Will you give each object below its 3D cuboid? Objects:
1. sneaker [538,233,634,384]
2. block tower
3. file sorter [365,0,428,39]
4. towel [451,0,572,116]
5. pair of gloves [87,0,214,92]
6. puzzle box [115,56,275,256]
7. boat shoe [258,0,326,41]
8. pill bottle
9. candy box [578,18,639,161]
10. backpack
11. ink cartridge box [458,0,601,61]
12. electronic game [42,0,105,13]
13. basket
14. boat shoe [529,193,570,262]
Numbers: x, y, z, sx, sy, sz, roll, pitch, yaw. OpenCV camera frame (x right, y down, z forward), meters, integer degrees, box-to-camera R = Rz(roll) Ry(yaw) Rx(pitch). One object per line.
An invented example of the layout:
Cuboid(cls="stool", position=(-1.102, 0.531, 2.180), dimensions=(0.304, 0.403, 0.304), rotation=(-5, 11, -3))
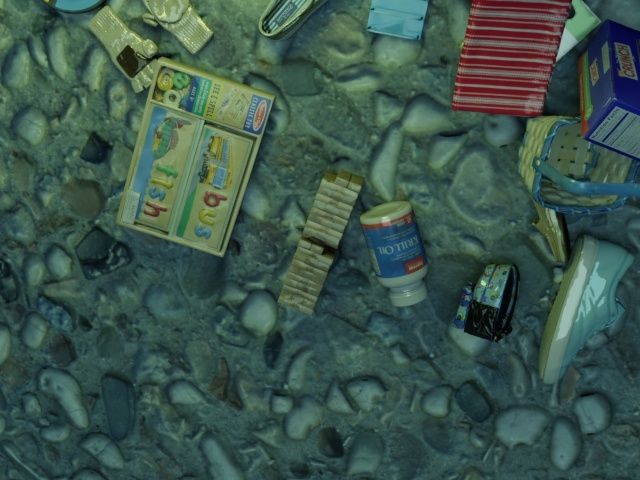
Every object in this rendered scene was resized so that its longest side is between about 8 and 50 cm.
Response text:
Cuboid(cls="sneaker", position=(0.600, 0.174, 1.765), dimensions=(0.150, 0.135, 0.365), rotation=(16, 111, 7))
Cuboid(cls="block tower", position=(0.000, 0.000, 1.824), dimensions=(0.091, 0.097, 0.335), rotation=(22, 108, 1))
Cuboid(cls="file sorter", position=(0.164, -0.506, 1.622), dimensions=(0.118, 0.104, 0.170), rotation=(12, 110, 5))
Cuboid(cls="towel", position=(0.385, -0.383, 1.588), dimensions=(0.199, 0.031, 0.274), rotation=(5, 119, -4))
Cuboid(cls="pair of gloves", position=(-0.382, -0.470, 1.754), dimensions=(0.240, 0.042, 0.204), rotation=(-32, 100, 17))
Cuboid(cls="puzzle box", position=(-0.291, -0.183, 1.811), dimensions=(0.272, 0.052, 0.408), rotation=(17, 111, -6))
Cuboid(cls="boat shoe", position=(-0.018, -0.536, 1.645), dimensions=(0.109, 0.094, 0.302), rotation=(38, 110, -5))
Cuboid(cls="pill bottle", position=(0.176, 0.032, 1.789), dimensions=(0.124, 0.124, 0.221), rotation=(-15, 106, 13))
Cuboid(cls="candy box", position=(0.665, -0.259, 1.511), dimensions=(0.317, 0.268, 0.122), rotation=(21, 139, -6))
Cuboid(cls="backpack", position=(0.383, 0.129, 1.777), dimensions=(0.117, 0.158, 0.173), rotation=(15, 97, 23))
Cuboid(cls="ink cartridge box", position=(0.429, -0.428, 1.632), dimensions=(0.171, 0.056, 0.235), rotation=(44, 108, -7))
Cuboid(cls="electronic game", position=(-0.550, -0.616, 1.728), dimensions=(0.229, 0.048, 0.229), rotation=(3, 108, 8))
Cuboid(cls="basket", position=(0.545, -0.144, 1.570), dimensions=(0.255, 0.289, 0.201), rotation=(3, 108, -15))
Cuboid(cls="boat shoe", position=(0.506, -0.039, 1.752), dimensions=(0.072, 0.068, 0.190), rotation=(-11, 97, 25))
